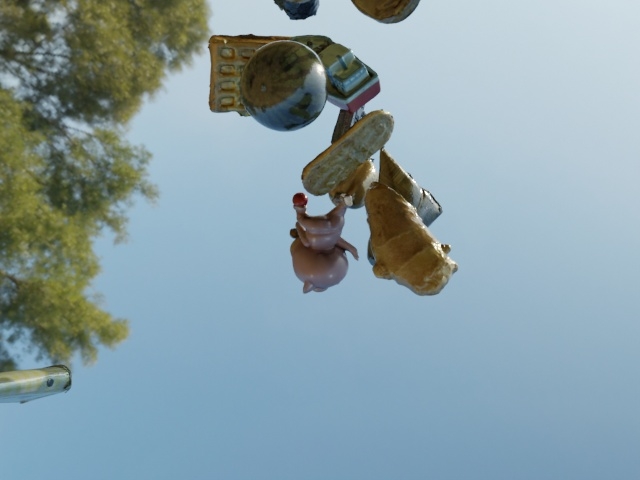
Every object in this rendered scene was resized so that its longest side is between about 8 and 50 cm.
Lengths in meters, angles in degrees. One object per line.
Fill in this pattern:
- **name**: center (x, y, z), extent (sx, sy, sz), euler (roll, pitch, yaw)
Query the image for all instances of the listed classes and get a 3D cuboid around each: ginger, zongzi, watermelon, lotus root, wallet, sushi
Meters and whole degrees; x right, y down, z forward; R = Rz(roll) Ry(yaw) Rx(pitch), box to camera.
- **ginger**: center (0.193, -0.009, 1.500), extent (0.190, 0.126, 0.354), euler (-23, -127, 3)
- **zongzi**: center (0.191, -0.090, 1.809), extent (0.134, 0.288, 0.286), euler (6, -128, 53)
- **watermelon**: center (-0.084, -0.353, 1.434), extent (0.212, 0.212, 0.212), euler (-23, -145, 18)
- **lotus root**: center (0.099, -0.180, 1.958), extent (0.154, 0.140, 0.257), euler (18, -138, 14)
- **wallet**: center (-0.726, 0.324, 1.329), extent (0.223, 0.309, 0.077), euler (-14, -102, 30)
- **sushi**: center (-0.058, -0.501, 1.203), extent (0.090, 0.150, 0.078), euler (-29, 171, -2)

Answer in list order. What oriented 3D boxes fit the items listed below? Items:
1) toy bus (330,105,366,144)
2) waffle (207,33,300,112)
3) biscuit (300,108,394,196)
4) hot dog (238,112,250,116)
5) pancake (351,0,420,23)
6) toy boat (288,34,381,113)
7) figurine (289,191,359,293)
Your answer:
- **toy bus**: center (0.075, -0.315, 1.658), extent (0.065, 0.047, 0.166), euler (3, -112, 34)
- **waffle**: center (-0.163, -0.482, 1.808), extent (0.328, 0.224, 0.098), euler (-4, -154, -16)
- **biscuit**: center (0.063, -0.188, 1.348), extent (0.247, 0.118, 0.029), euler (-41, -127, 1)
- **hot dog**: center (-0.235, -0.505, 1.984), extent (0.072, 0.115, 0.269), euler (-51, -129, 55)
- **pancake**: center (0.170, -0.715, 1.622), extent (0.294, 0.294, 0.049), euler (-1, -159, 41)
- **toy boat**: center (0.014, -0.466, 1.641), extent (0.145, 0.133, 0.332), euler (-39, -133, -6)
- **figurine**: center (0.000, 0.000, 1.734), extent (0.176, 0.287, 0.186), euler (-17, -150, -29)
